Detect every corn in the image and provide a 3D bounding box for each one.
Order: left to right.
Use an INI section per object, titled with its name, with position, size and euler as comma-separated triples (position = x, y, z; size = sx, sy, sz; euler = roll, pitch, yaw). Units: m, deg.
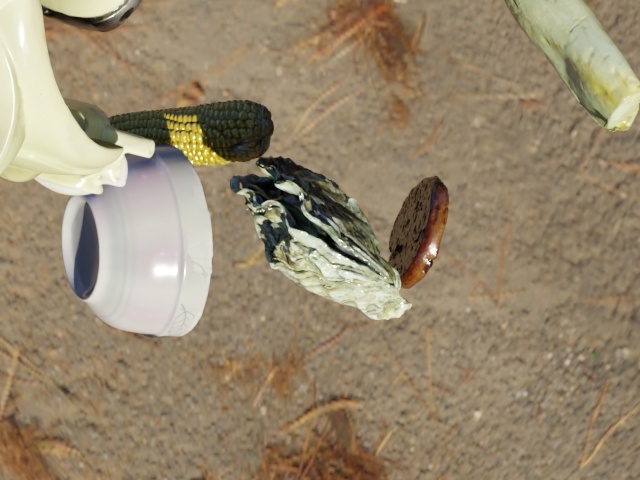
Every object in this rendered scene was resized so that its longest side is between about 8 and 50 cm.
[corn]
position = -0.213, -0.157, 1.853
size = 0.293, 0.106, 0.106
euler = -4, 61, 18

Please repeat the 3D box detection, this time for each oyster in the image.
[oyster]
position = 0.000, 0.000, 1.604
size = 0.112, 0.198, 0.267
euler = -46, 72, 22

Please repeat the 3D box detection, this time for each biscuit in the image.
[biscuit]
position = 0.154, -0.013, 1.890
size = 0.049, 0.192, 0.192
euler = 17, 61, -15

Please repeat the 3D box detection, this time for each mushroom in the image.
[mushroom]
position = 0.313, -0.278, 1.573
size = 0.081, 0.100, 0.312
euler = -24, 66, -7

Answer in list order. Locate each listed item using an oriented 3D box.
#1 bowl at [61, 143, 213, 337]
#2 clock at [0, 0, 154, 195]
[bowl]
position = -0.279, 0.004, 1.743
size = 0.144, 0.287, 0.287
euler = -4, 60, -32
[clock]
position = -0.161, -0.169, 0.761
size = 0.120, 0.276, 0.379
euler = 18, 74, 15
